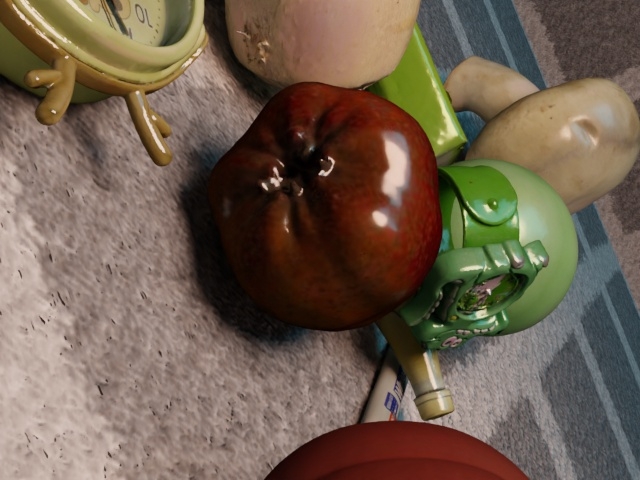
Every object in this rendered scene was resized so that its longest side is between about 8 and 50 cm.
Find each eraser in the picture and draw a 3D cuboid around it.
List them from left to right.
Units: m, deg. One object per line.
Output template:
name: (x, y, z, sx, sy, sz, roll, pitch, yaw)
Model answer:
eraser: (0.091, -0.209, 1.029, 0.210, 0.092, 0.274, 80, -11, -86)

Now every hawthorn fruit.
hawthorn fruit: (0.023, -0.019, 0.713, 0.248, 0.208, 0.208, 33, 42, -60)

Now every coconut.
coconut: (0.000, -0.275, 0.817, 0.234, 0.224, 0.224, 87, 1, -55)

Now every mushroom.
mushroom: (0.369, -0.152, 1.401, 0.315, 0.356, 0.315, 6, 90, -66)

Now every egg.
egg: (0.210, 0.012, 1.008, 0.269, 0.220, 0.220, 40, 36, -59)

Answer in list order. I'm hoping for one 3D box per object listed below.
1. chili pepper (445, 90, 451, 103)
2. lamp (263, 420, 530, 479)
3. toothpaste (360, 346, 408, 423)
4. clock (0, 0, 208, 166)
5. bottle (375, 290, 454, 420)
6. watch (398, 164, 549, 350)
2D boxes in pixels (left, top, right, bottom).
chili pepper: (0.187, -0.192, 1.319, 0.202, 0.050, 0.052, -74, 173, -47)
lamp: (0.045, 0.257, 0.457, 0.303, 0.257, 0.303, 177, -90, -86)
toothpaste: (0.073, 0.160, 0.856, 0.052, 0.033, 0.218, 65, 22, -13)
clock: (-0.185, -0.201, 0.579, 0.235, 0.096, 0.308, 16, 56, -59)
bottle: (0.087, 0.063, 0.876, 0.083, 0.083, 0.270, 14, 52, -58)
watch: (0.128, 0.009, 0.806, 0.131, 0.165, 0.152, -5, 53, -26)
